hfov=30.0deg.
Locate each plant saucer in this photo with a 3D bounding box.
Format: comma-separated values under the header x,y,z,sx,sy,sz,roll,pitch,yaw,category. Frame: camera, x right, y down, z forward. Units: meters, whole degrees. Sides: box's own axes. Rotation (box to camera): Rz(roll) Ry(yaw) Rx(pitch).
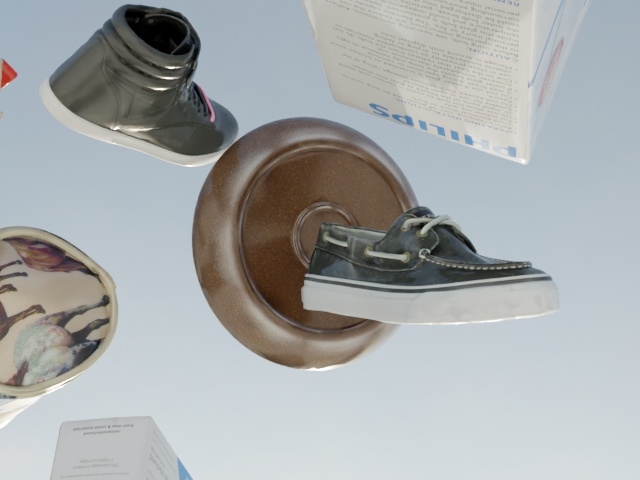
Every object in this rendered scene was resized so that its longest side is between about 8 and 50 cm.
x,y,z,sx,sy,sz,roll,pitch,yaw,category
0.000,0.000,1.438,0.310,0.311,0.050,36,-19,-16,plant saucer

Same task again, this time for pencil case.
x,y,z,sx,sy,sz,roll,pitch,yaw,category
-0.362,0.121,1.201,0.410,0.183,0.160,-32,-107,52,pencil case

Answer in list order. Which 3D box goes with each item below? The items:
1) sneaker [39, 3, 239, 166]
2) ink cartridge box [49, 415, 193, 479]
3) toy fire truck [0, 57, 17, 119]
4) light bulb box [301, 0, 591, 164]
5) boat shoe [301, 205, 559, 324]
x,y,z,sx,sy,sz,roll,pitch,yaw,category
-0.159,-0.174,1.342,0.147,0.105,0.295,-42,-27,25,sneaker
-0.155,0.251,0.910,0.082,0.191,0.140,-8,-39,11,ink cartridge box
-0.313,-0.090,1.009,0.135,0.192,0.047,-37,-50,3,toy fire truck
0.151,-0.316,1.089,0.225,0.358,0.361,21,-13,15,light bulb box
0.096,0.024,1.225,0.335,0.121,0.119,1,-91,46,boat shoe
